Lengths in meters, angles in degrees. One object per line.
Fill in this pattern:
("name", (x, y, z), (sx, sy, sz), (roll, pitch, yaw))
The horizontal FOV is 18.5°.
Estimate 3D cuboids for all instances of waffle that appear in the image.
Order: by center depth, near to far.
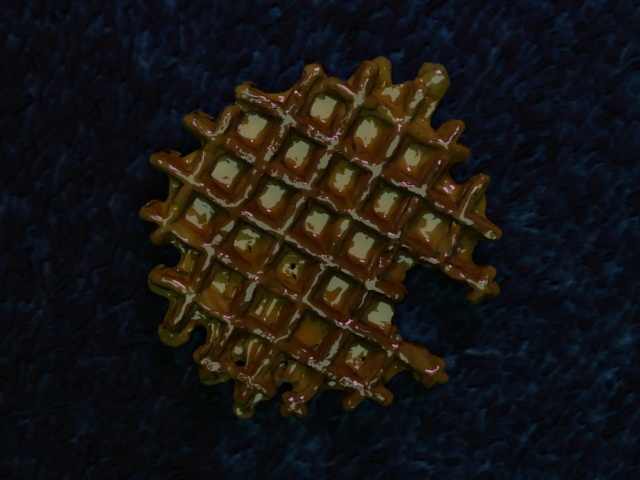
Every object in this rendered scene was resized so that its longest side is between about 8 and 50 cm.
("waffle", (0.000, 0.000, 1.270), (0.231, 0.051, 0.229), (-13, 101, -2))
